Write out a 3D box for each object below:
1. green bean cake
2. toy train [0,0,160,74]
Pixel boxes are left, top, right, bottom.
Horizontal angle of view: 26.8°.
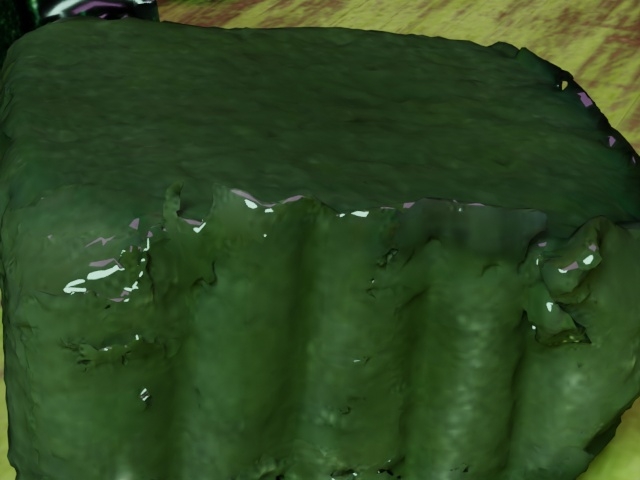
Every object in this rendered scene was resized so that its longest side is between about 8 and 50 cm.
[{"bbox_3d":[0.000,0.000,0.483,0.227,0.125,0.222,-5,26,-10],"label":"green bean cake"},{"bbox_3d":[-0.198,-0.147,0.758,0.178,0.138,0.330,-18,31,-19],"label":"toy train"}]
